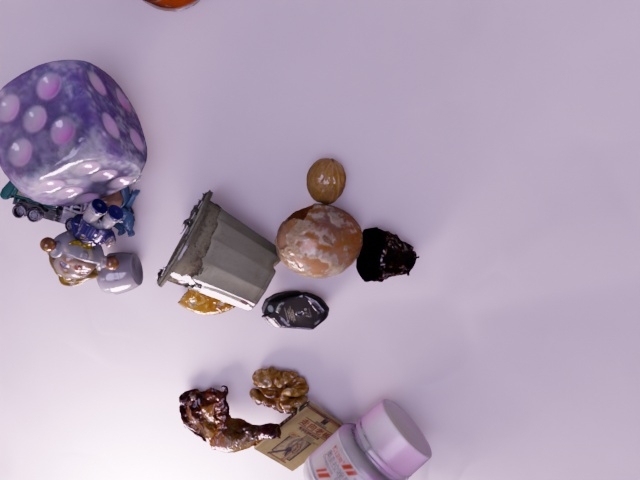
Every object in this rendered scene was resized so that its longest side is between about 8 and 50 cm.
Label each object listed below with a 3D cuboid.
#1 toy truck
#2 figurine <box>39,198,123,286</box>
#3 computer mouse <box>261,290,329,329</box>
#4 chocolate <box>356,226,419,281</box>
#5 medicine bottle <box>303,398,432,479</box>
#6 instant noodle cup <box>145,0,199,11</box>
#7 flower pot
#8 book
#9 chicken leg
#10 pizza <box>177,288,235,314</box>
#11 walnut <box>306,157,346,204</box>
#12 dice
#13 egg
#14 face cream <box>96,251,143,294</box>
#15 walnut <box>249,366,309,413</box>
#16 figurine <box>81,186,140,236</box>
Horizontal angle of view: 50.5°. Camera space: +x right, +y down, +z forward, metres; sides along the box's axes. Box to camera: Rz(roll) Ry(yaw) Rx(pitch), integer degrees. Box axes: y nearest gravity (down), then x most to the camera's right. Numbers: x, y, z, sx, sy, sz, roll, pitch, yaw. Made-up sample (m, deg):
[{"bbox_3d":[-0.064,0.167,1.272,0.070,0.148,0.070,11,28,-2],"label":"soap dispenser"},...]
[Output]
[{"bbox_3d":[-0.735,-0.103,1.848,0.254,0.114,0.123,14,98,4],"label":"toy truck"},{"bbox_3d":[-0.613,-0.002,1.736,0.194,0.133,0.274,2,135,-20],"label":"figurine"},{"bbox_3d":[-0.066,0.187,1.854,0.193,0.062,0.105,-5,107,17],"label":"computer mouse"},{"bbox_3d":[0.182,0.045,1.751,0.133,0.156,0.156,9,111,-23],"label":"chocolate"},{"bbox_3d":[0.130,0.608,1.860,0.302,0.241,0.241,-44,96,9],"label":"medicine bottle"},{"bbox_3d":[-0.383,-0.661,1.567,0.251,0.192,0.250,3,108,8],"label":"instant noodle cup"},{"bbox_3d":[-0.252,0.046,1.744,0.259,0.290,0.290,30,110,-12],"label":"flower pot"},{"bbox_3d":[-0.058,0.571,1.966,0.231,0.026,0.161,-42,117,18],"label":"book"},{"bbox_3d":[-0.269,0.521,1.961,0.323,0.083,0.177,33,106,15],"label":"chicken leg"},{"bbox_3d":[-0.319,0.149,1.893,0.178,0.041,0.130,-10,108,12],"label":"pizza"},{"bbox_3d":[0.014,-0.148,1.718,0.105,0.105,0.124,15,120,4],"label":"walnut"},{"bbox_3d":[-0.607,-0.255,1.653,0.270,0.270,0.271,-23,76,11],"label":"dice"},{"bbox_3d":[0.000,0.000,1.712,0.234,0.195,0.194,-13,108,-21],"label":"egg"},{"bbox_3d":[-0.555,0.089,1.874,0.104,0.117,0.117,-10,106,5],"label":"face cream"},{"bbox_3d":[-0.120,0.436,1.938,0.171,0.069,0.142,10,109,4],"label":"walnut"},{"bbox_3d":[-0.555,-0.085,1.810,0.114,0.144,0.178,-3,118,23],"label":"figurine"}]
